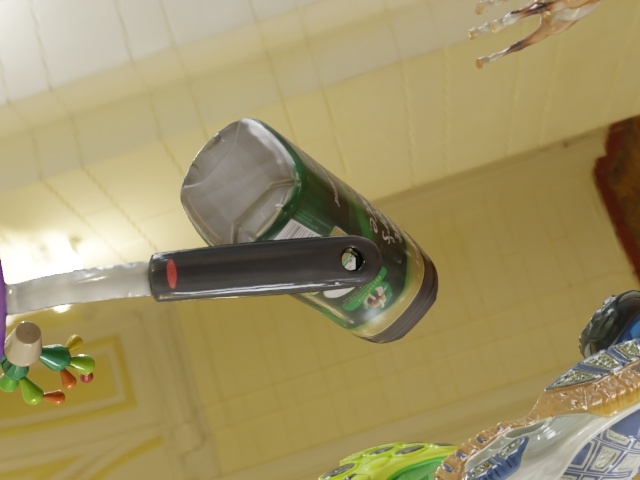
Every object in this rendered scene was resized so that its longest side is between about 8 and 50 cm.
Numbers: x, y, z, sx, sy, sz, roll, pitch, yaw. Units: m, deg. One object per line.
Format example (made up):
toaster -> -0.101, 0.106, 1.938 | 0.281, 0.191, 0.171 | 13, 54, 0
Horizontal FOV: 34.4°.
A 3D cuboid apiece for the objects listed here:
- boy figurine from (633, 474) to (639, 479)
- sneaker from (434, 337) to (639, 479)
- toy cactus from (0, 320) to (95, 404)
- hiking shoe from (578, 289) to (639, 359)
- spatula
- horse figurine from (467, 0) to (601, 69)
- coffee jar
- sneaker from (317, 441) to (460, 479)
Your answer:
boy figurine -> 0.324, 0.292, 1.157 | 0.285, 0.177, 0.092 | 85, 180, -66
sneaker -> 0.256, 0.204, 0.985 | 0.131, 0.296, 0.112 | 57, -177, -10
toy cactus -> -0.411, 0.156, 1.426 | 0.180, 0.219, 0.112 | 128, 148, -53
hiking shoe -> 0.410, 0.150, 1.152 | 0.304, 0.113, 0.132 | 30, -175, -37
spatula -> -0.113, 0.024, 0.548 | 0.030, 0.296, 0.084 | 106, 158, -77
horse figurine -> 0.243, -0.256, 1.083 | 0.263, 0.174, 0.066 | 44, -160, -83
coffee jar -> 0.000, 0.000, 0.672 | 0.184, 0.079, 0.096 | 35, -170, -49
sneaker -> 0.065, 0.296, 1.120 | 0.295, 0.109, 0.124 | -14, -86, -46
